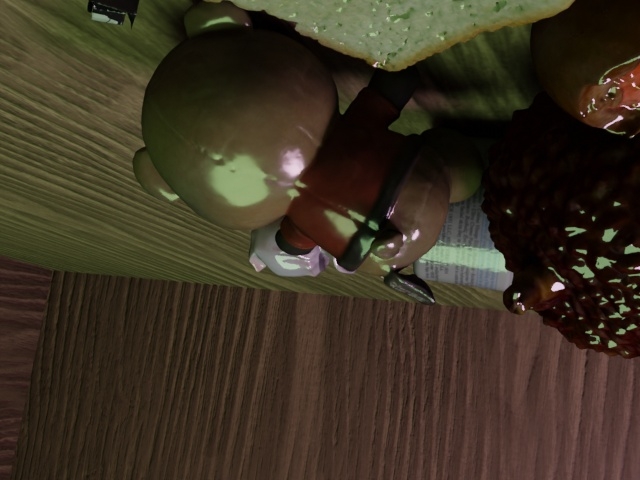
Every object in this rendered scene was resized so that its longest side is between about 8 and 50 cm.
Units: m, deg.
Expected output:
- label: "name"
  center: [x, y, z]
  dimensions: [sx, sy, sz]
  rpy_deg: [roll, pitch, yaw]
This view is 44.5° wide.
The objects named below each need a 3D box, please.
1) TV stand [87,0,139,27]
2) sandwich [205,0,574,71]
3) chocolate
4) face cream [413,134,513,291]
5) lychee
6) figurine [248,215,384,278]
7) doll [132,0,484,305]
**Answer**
- label: "TV stand"
  center: [-0.267, -0.223, 0.600]
  dimensions: [0.257, 0.048, 0.040]
  rpy_deg: [11, 170, -18]
- label: "sandwich"
  center: [-0.003, -0.193, 0.425]
  dimensions: [0.289, 0.099, 0.254]
  rpy_deg: [13, 174, -23]
- label: "chocolate"
  center: [0.205, -0.139, 0.509]
  dimensions: [0.127, 0.124, 0.133]
  rpy_deg: [23, 151, 9]
- label: "face cream"
  center: [0.191, -0.033, 0.905]
  dimensions: [0.153, 0.177, 0.177]
  rpy_deg: [8, 169, 12]
- label: "lychee"
  center: [0.265, -0.019, 0.681]
  dimensions: [0.300, 0.264, 0.264]
  rpy_deg: [-29, -178, -20]
- label: "figurine"
  center: [-0.001, 0.000, 1.332]
  dimensions: [0.276, 0.133, 0.200]
  rpy_deg: [4, -175, 26]
- label: "doll"
  center: [-0.013, -0.069, 0.740]
  dimensions: [0.330, 0.174, 0.235]
  rpy_deg: [26, 125, -6]
